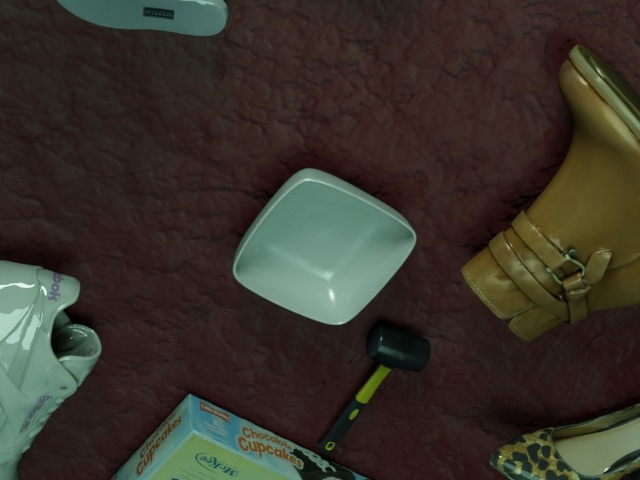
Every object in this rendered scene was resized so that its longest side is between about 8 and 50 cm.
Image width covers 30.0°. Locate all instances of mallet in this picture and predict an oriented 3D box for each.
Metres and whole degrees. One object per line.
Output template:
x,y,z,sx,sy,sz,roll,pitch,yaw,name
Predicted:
0.039,0.159,1.255,0.062,0.039,0.189,26,123,-23,mallet

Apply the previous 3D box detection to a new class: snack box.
-0.066,0.308,1.332,0.322,0.060,0.187,30,117,-25,snack box

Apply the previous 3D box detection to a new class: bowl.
0.000,0.000,1.120,0.142,0.053,0.142,26,119,-24,bowl

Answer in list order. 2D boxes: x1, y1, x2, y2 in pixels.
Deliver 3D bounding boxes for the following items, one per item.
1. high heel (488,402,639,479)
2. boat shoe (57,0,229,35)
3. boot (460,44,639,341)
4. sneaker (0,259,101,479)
0.317,0.197,1.274,0.261,0.093,0.186,10,128,-29,high heel
-0.144,-0.198,0.966,0.142,0.040,0.049,10,133,-13,boat shoe
0.223,-0.030,1.108,0.220,0.109,0.283,-28,132,18,boot
-0.291,0.152,1.157,0.152,0.114,0.305,4,126,-8,sneaker
